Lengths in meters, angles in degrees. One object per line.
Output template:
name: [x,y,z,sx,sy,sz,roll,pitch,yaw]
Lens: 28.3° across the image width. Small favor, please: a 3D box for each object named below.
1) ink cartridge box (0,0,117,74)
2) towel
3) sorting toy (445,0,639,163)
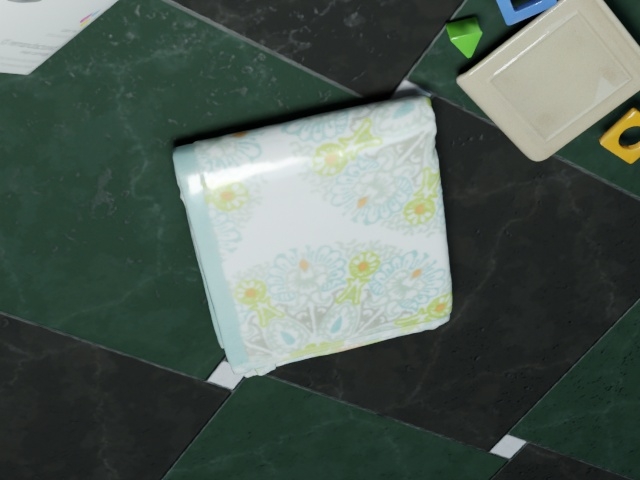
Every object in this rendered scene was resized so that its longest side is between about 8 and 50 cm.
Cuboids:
ink cartridge box: [-0.261,-0.298,1.206,0.306,0.131,0.226,-34,172,19]
towel: [0.000,0.000,1.623,0.320,0.090,0.374,-15,131,-5]
sorting toy: [0.289,-0.204,1.547,0.196,0.047,0.348,-34,128,21]
